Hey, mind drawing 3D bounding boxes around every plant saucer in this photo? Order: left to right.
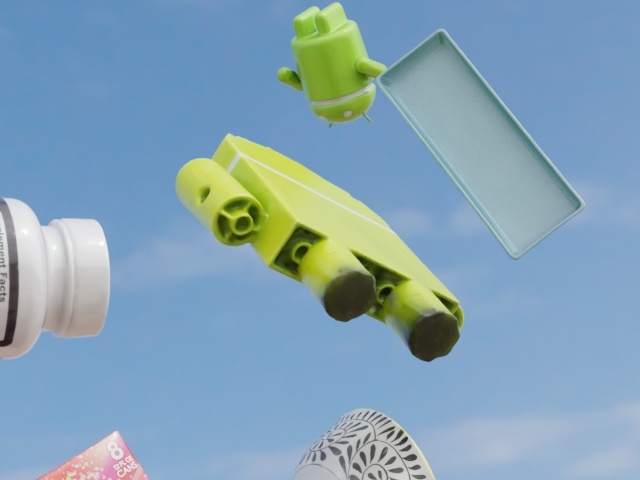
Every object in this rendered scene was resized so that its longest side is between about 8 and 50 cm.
[{"bbox_3d":[0.119,-0.072,1.434,0.067,0.192,0.018,-37,-26,4],"label":"plant saucer"}]

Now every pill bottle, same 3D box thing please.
[{"bbox_3d":[-0.240,0.025,1.243,0.194,0.108,0.108,0,-21,-23],"label":"pill bottle"}]

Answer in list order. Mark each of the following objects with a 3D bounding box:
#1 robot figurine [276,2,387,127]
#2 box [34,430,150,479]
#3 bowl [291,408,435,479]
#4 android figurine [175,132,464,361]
[{"bbox_3d":[0.012,-0.160,1.776,0.101,0.115,0.067,-6,21,31],"label":"robot figurine"},{"bbox_3d":[-0.206,0.241,1.168,0.257,0.128,0.122,-30,-6,-35],"label":"box"},{"bbox_3d":[0.021,0.229,1.564,0.080,0.170,0.170,-14,-14,-33],"label":"bowl"},{"bbox_3d":[0.000,0.000,1.479,0.248,0.273,0.056,26,-78,-34],"label":"android figurine"}]
